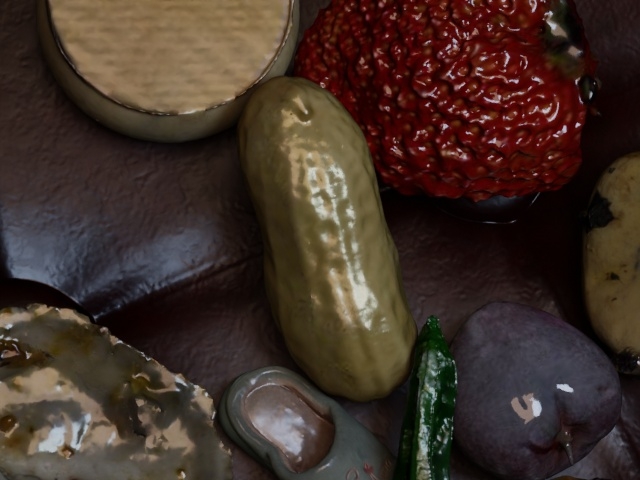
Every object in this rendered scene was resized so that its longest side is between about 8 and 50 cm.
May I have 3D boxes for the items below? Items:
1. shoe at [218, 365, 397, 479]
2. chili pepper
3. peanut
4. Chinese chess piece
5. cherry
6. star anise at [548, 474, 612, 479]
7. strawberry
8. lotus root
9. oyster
[{"bbox_3d":[0.011,0.210,1.798,0.251,0.100,0.103,39,75,5],"label":"shoe"},{"bbox_3d":[0.095,0.179,1.762,0.059,0.088,0.226,10,74,-20],"label":"chili pepper"},{"bbox_3d":[0.000,0.000,1.809,0.148,0.147,0.318,-20,97,-11],"label":"peanut"},{"bbox_3d":[-0.148,-0.223,1.872,0.257,0.104,0.257,1,78,-6],"label":"Chinese chess piece"},{"bbox_3d":[0.190,0.146,1.816,0.176,0.140,0.176,-2,52,3],"label":"cherry"},{"bbox_3d":[0.223,0.284,1.773,0.190,0.220,0.126,-40,51,19],"label":"star anise"},{"bbox_3d":[0.123,-0.157,1.829,0.258,0.261,0.261,-12,79,-17],"label":"strawberry"},{"bbox_3d":[0.323,0.006,1.863,0.154,0.140,0.256,17,86,-17],"label":"lotus root"},{"bbox_3d":[-0.258,0.166,1.786,0.396,0.111,0.204,15,59,-3],"label":"oyster"}]
